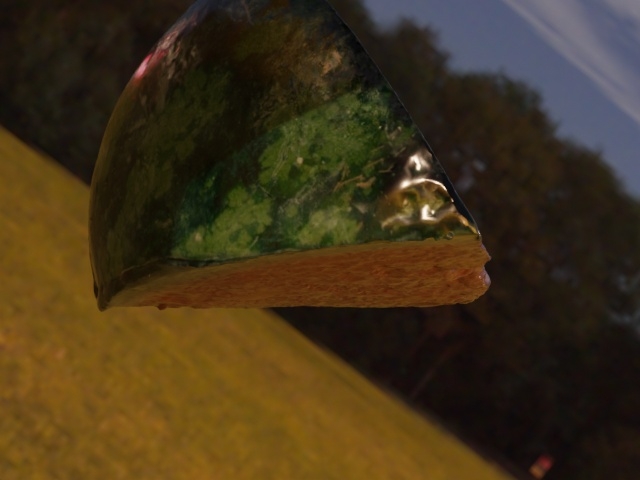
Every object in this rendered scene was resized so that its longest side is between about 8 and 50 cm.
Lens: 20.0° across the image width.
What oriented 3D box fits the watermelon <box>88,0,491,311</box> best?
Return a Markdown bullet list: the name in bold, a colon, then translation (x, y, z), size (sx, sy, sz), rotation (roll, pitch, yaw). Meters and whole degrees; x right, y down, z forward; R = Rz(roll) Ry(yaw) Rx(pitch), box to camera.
- **watermelon**: translation (-0.013, 0.002, 0.820), size (0.202, 0.207, 0.136), rotation (40, 31, -16)
